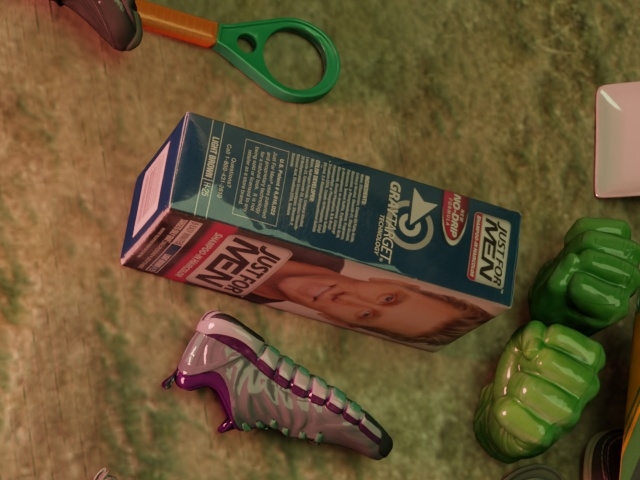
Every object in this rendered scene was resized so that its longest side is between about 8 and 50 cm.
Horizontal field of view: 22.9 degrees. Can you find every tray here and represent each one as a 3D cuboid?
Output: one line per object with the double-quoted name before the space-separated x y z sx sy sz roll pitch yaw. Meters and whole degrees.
"tray" 0.442 -0.117 1.757 0.270 0.030 0.145 -4 67 21

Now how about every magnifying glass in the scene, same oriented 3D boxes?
"magnifying glass" -0.088 -0.206 1.653 0.231 0.026 0.092 16 66 -19

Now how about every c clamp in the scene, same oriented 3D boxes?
"c clamp" 0.210 0.306 1.590 0.137 0.022 0.161 -2 73 -23

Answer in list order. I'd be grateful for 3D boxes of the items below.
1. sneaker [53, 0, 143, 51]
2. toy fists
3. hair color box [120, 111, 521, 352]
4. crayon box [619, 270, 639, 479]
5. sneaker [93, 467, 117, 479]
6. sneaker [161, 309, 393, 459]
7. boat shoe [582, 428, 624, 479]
"sneaker" -0.282 -0.282 1.571 0.106 0.101 0.267 -39 85 -12
"toy fists" 0.245 0.096 1.612 0.096 0.142 0.279 34 62 -8
"hair color box" 0.000 0.000 1.527 0.347 0.174 0.105 16 67 -17
"crayon box" 0.401 0.191 1.574 0.202 0.081 0.318 21 63 -23
"sneaker" -0.112 0.307 1.407 0.281 0.105 0.115 35 62 -7
"sneaker" -0.041 0.164 1.520 0.223 0.083 0.098 35 83 -3
"boat shoe" 0.349 0.324 1.601 0.103 0.092 0.285 -6 74 -25
